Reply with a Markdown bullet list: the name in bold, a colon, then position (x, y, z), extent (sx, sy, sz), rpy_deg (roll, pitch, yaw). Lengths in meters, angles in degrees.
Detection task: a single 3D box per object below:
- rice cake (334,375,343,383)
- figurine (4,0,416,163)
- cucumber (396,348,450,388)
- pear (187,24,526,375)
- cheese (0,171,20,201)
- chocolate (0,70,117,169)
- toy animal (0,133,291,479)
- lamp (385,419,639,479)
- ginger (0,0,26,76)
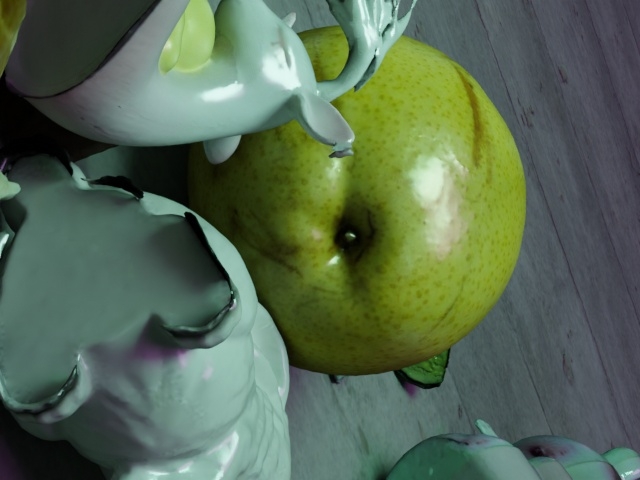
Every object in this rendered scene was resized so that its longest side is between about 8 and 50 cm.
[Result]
- **rice cake**: position (-0.002, 0.000, 1.659), extent (0.081, 0.051, 0.290), rpy_deg (-43, 120, -50)
- **figurine**: position (-0.053, -0.184, 1.216), extent (0.316, 0.206, 0.284), rpy_deg (29, 67, -59)
- **cucumber**: position (0.125, 0.070, 1.890), extent (0.211, 0.062, 0.078), rpy_deg (-71, 175, -56)
- **pear**: position (0.026, -0.035, 1.453), extent (0.314, 0.314, 0.314), rpy_deg (36, 48, -55)
- **cheese**: position (-0.260, -0.024, 1.086), extent (0.047, 0.092, 0.171), rpy_deg (67, 27, -7)
- **chocolate**: position (-0.210, -0.200, 1.244), extent (0.112, 0.112, 0.321), rpy_deg (-51, 125, -56)
- **toy animal**: position (-0.114, 0.103, 1.262), extent (0.357, 0.194, 0.258), rpy_deg (63, 12, -58)
- **lamp**: position (0.185, 0.284, 1.787), extent (0.301, 0.247, 0.247), rpy_deg (20, 21, -48)
- **ginger**: position (-0.268, -0.144, 1.049), extent (0.165, 0.172, 0.321), rpy_deg (111, -11, -50)
